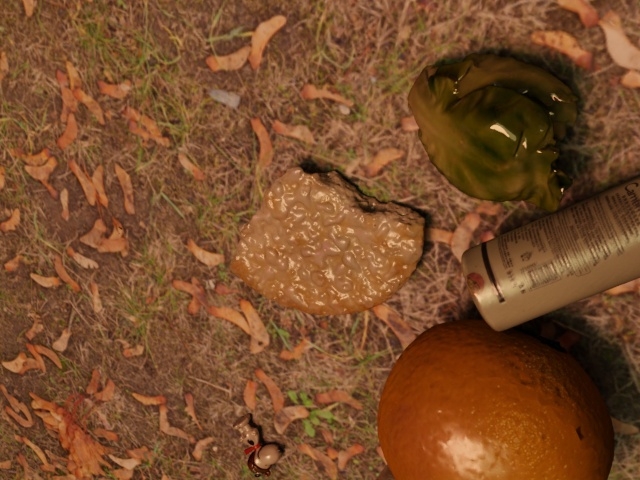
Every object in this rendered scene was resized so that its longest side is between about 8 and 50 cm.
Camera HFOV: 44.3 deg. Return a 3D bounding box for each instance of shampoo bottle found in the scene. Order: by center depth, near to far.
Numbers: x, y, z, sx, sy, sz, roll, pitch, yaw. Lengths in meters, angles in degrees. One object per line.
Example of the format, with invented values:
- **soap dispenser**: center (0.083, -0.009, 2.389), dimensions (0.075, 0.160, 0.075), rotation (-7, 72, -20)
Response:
- **shampoo bottle**: center (0.262, -0.002, 0.707), dimensions (0.262, 0.085, 0.085), rotation (-25, 99, 20)

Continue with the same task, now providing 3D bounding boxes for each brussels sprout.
- **brussels sprout**: center (0.156, -0.100, 0.737), dimensions (0.181, 0.100, 0.139), rotation (26, 133, 17)

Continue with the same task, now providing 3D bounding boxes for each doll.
- **doll**: center (-0.093, 0.288, 1.095), dimensions (0.085, 0.040, 0.058), rotation (40, 113, 2)

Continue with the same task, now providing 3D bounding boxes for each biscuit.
- **biscuit**: center (0.000, 0.000, 0.905), dimensions (0.265, 0.040, 0.188), rotation (-6, 110, 30)

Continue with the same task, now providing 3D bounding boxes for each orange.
- **orange**: center (0.173, 0.190, 0.788), dimensions (0.236, 0.236, 0.236), rotation (12, 118, 24)

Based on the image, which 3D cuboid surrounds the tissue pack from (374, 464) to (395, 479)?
- **tissue pack**: center (0.125, 0.274, 0.873), dimensions (0.122, 0.193, 0.026), rotation (37, 111, 8)
